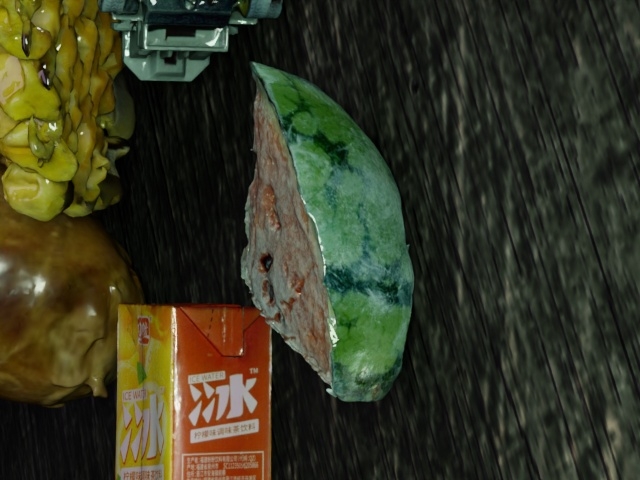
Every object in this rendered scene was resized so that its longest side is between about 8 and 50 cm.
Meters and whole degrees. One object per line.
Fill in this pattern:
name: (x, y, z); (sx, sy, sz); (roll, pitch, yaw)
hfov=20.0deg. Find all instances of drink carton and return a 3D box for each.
drink carton: (-0.079, 0.149, 1.114); (0.096, 0.071, 0.223); (-4, 84, 62)

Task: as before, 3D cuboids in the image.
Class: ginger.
ginger: (-0.274, -0.039, 1.274); (0.152, 0.274, 0.357); (-52, 42, 27)

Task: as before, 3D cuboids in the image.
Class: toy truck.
toy truck: (-0.087, -0.225, 1.111); (0.140, 0.108, 0.257); (-155, 66, -74)

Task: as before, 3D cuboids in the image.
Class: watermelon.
watermelon: (0.000, 0.000, 0.981); (0.139, 0.071, 0.187); (144, 114, -64)

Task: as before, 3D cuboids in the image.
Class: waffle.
waffle: (-0.166, -0.159, 1.153); (0.329, 0.062, 0.329); (2, -90, -85)
